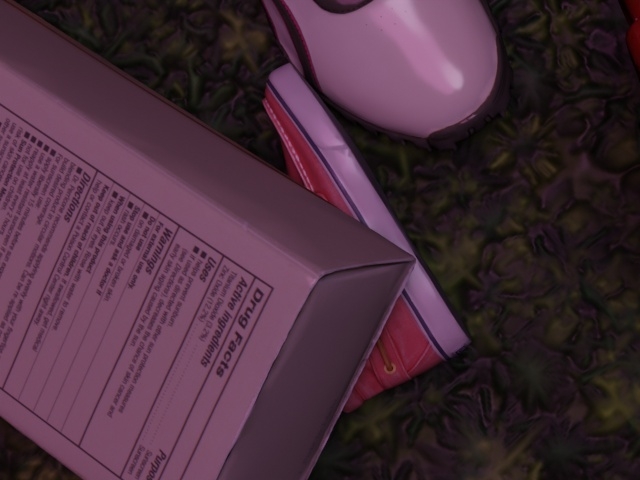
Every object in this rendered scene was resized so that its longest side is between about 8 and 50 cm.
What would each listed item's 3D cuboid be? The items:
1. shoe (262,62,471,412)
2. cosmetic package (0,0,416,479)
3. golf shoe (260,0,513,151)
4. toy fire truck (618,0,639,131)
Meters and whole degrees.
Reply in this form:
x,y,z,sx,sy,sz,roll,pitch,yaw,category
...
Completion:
x,y,z,sx,sy,sz,roll,pitch,yaw,category
0.000,0.000,0.931,0.081,0.063,0.178,-32,90,6,shoe
-0.126,0.000,0.905,0.309,0.113,0.160,34,109,21,cosmetic package
-0.006,-0.160,0.931,0.105,0.120,0.273,-40,78,4,golf shoe
0.207,-0.111,0.838,0.158,0.217,0.246,-24,65,9,toy fire truck
